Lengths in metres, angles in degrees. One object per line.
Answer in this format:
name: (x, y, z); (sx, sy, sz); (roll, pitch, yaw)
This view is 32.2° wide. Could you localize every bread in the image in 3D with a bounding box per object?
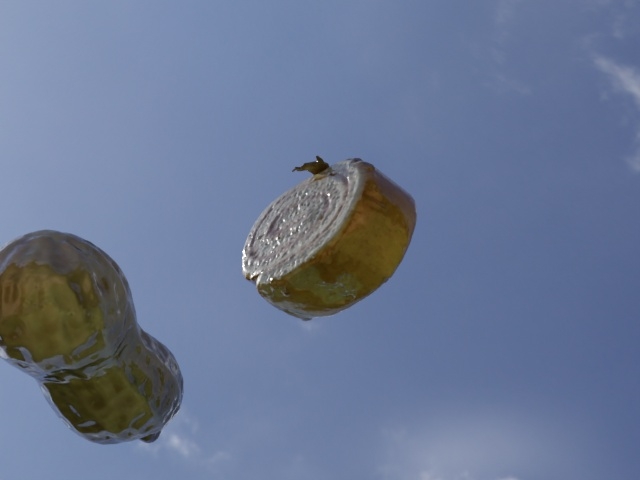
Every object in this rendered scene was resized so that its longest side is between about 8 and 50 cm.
bread: (0.000, 0.000, 0.852); (0.073, 0.122, 0.149); (39, -46, -26)

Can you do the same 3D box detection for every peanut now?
peanut: (-0.201, 0.091, 0.968); (0.120, 0.136, 0.298); (-7, -37, 12)
